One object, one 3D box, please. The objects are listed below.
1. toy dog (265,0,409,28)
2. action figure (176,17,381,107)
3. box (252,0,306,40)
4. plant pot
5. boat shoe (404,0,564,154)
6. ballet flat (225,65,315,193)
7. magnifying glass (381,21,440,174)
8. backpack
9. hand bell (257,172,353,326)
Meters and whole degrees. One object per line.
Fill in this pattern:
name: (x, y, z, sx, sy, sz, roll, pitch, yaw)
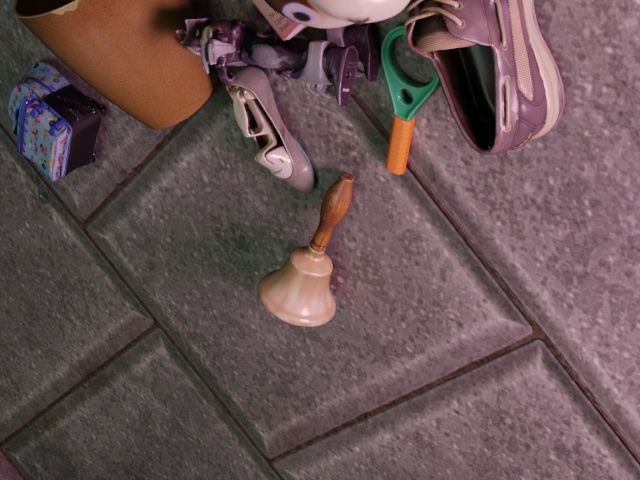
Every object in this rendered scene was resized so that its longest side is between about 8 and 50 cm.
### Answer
toy dog: (0.042, -0.409, 1.265, 0.395, 0.285, 0.407, 41, 123, 39)
action figure: (-0.069, -0.247, 1.666, 0.285, 0.185, 0.099, 12, 112, 30)
box: (-0.044, -0.392, 1.549, 0.232, 0.127, 0.149, 52, 142, -2)
plant pot: (-0.269, -0.291, 1.797, 0.237, 0.237, 0.254, 3, 135, 43)
boat shoe: (0.170, -0.260, 1.443, 0.132, 0.130, 0.355, -11, 112, 48)
ballet flat: (-0.079, -0.150, 1.828, 0.072, 0.068, 0.213, -5, 117, 47)
magnifying glass: (0.113, -0.183, 1.648, 0.092, 0.026, 0.231, 30, 138, 24)
backpack: (-0.463, -0.208, 2.121, 0.173, 0.117, 0.158, 43, 140, 14)
hand bell: (0.000, 0.000, 1.864, 0.126, 0.126, 0.242, 36, 128, 18)
